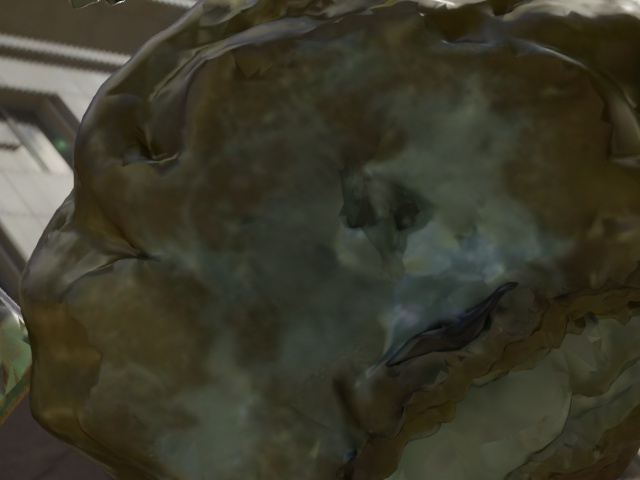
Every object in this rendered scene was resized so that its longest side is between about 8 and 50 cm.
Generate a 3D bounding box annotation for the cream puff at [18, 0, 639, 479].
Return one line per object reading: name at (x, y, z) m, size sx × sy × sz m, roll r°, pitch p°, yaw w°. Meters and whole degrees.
cream puff at (0.030, 0.011, 0.719) m, size 0.323 × 0.274 × 0.270 m, roll -33°, pitch -14°, yaw 0°

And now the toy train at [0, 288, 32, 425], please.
toy train at (-0.209, 0.088, 0.806) m, size 0.099 × 0.072 × 0.188 m, roll -42°, pitch 9°, yaw 34°

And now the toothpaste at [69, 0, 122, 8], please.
toothpaste at (-0.090, -0.215, 1.119) m, size 0.204 × 0.031 × 0.049 m, roll -27°, pitch -59°, yaw -11°
